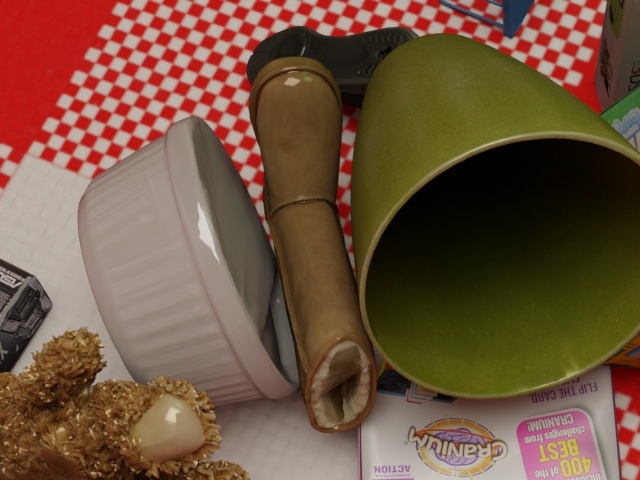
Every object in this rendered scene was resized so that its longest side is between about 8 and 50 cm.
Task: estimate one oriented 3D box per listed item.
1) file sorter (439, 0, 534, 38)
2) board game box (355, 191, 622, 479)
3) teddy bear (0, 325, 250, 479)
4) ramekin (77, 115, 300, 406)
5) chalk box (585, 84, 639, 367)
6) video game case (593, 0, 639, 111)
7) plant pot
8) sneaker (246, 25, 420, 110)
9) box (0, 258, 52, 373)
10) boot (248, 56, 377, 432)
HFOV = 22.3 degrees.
[{"bbox_3d":[0.178,-0.317,1.677,0.104,0.170,0.118,24,69,18],"label":"file sorter"},{"bbox_3d":[0.152,0.107,1.539,0.242,0.064,0.316,-2,65,4],"label":"board game box"},{"bbox_3d":[-0.190,0.183,1.442,0.245,0.338,0.113,49,52,-15],"label":"teddy bear"},{"bbox_3d":[-0.122,0.034,1.495,0.127,0.273,0.272,-21,65,7],"label":"ramekin"},{"bbox_3d":[0.343,-0.042,1.497,0.179,0.180,0.289,7,61,-30],"label":"chalk box"},{"bbox_3d":[0.410,-0.220,1.571,0.270,0.244,0.061,-12,66,-1],"label":"video game case"},{"bbox_3d":[0.139,-0.057,1.448,0.275,0.274,0.293,-15,37,-2],"label":"plant pot"},{"bbox_3d":[0.034,-0.161,1.671,0.228,0.130,0.087,2,67,36],"label":"sneaker"},{"bbox_3d":[-0.459,0.083,1.595,0.307,0.076,0.242,24,70,15],"label":"box"},{"bbox_3d":[0.000,0.000,1.483,0.089,0.236,0.269,-9,47,-3],"label":"boot"}]
